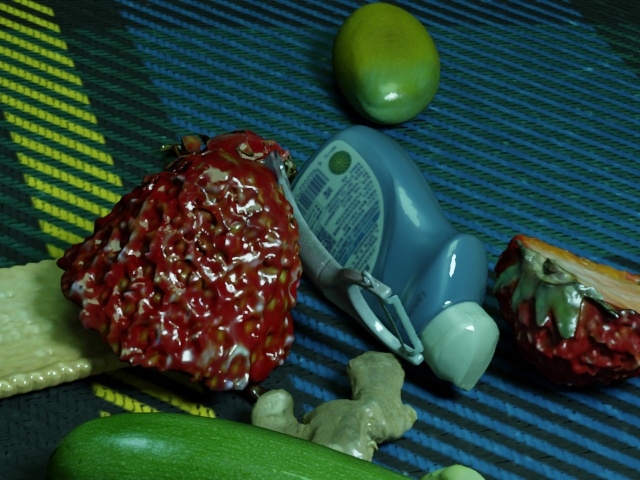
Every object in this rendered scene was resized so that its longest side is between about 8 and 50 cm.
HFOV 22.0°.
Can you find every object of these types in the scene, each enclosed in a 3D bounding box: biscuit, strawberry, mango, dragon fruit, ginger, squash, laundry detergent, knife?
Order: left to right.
[{"bbox_3d":[-0.282,0.084,1.461,0.250,0.030,0.160,-14,42,-32],"label":"biscuit"},{"bbox_3d":[-0.104,0.013,1.460,0.234,0.178,0.234,21,25,-10],"label":"strawberry"},{"bbox_3d":[-0.105,-0.071,1.708,0.190,0.094,0.094,12,27,43],"label":"dragon fruit"},{"bbox_3d":[-0.036,0.200,1.251,0.395,0.107,0.107,13,33,20],"label":"squash"},{"bbox_3d":[-0.002,0.001,1.521,0.053,0.123,0.278,-30,46,-9],"label":"knife"},{"bbox_3d":[-0.001,0.165,1.399,0.149,0.065,0.258,14,36,9],"label":"ginger"},{"bbox_3d":[0.076,-0.204,1.930,0.130,0.091,0.194,12,38,-2],"label":"mango"},{"bbox_3d":[0.080,0.022,1.568,0.094,0.143,0.290,22,23,-49],"label":"laundry detergent"},{"bbox_3d":[0.262,0.086,1.564,0.237,0.111,0.190,15,16,-41],"label":"strawberry"}]

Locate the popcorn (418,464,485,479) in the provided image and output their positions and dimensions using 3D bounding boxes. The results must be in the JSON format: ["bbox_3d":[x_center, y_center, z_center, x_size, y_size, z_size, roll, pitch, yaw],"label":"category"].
[{"bbox_3d":[0.026,0.294,1.022,0.336,0.279,0.274,11,20,-30],"label":"popcorn"}]
